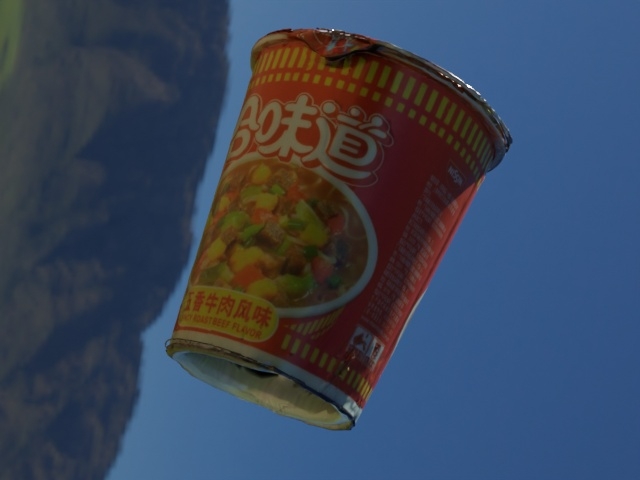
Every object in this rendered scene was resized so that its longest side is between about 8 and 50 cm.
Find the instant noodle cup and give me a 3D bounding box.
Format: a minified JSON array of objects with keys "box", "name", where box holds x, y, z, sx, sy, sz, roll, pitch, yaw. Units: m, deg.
[{"box":[0.000,0.000,0.902,0.212,0.193,0.193,-67,-168,-17],"name":"instant noodle cup"}]
